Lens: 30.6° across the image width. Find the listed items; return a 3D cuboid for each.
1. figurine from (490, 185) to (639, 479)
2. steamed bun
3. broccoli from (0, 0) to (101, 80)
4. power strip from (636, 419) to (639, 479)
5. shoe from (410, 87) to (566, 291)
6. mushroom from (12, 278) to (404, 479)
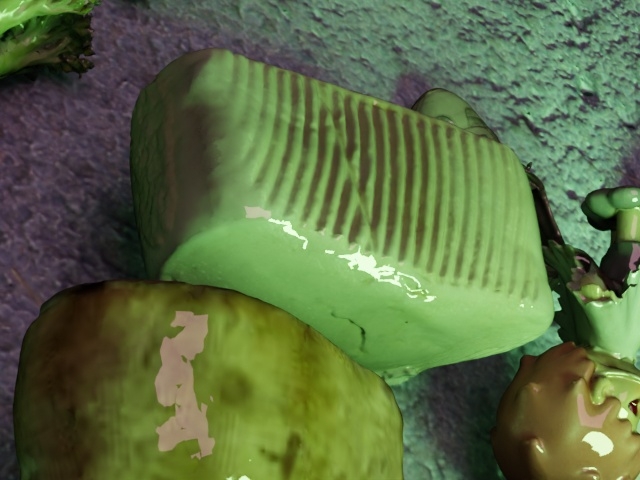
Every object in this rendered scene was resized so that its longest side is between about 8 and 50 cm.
[{"bbox_3d":[0.254,0.140,1.090,0.166,0.207,0.387,13,75,5],"label":"figurine"},{"bbox_3d":[0.001,0.003,1.051,0.383,0.236,0.247,15,49,-29],"label":"steamed bun"},{"bbox_3d":[-0.346,-0.140,0.975,0.252,0.221,0.361,58,42,-37],"label":"broccoli"},{"bbox_3d":[0.314,0.261,1.179,0.213,0.064,0.198,23,59,-1],"label":"power strip"},{"bbox_3d":[0.185,-0.053,1.265,0.103,0.098,0.275,-17,73,-38],"label":"shoe"},{"bbox_3d":[-0.079,0.253,0.820,0.224,0.313,0.397,-6,64,18],"label":"mushroom"}]
